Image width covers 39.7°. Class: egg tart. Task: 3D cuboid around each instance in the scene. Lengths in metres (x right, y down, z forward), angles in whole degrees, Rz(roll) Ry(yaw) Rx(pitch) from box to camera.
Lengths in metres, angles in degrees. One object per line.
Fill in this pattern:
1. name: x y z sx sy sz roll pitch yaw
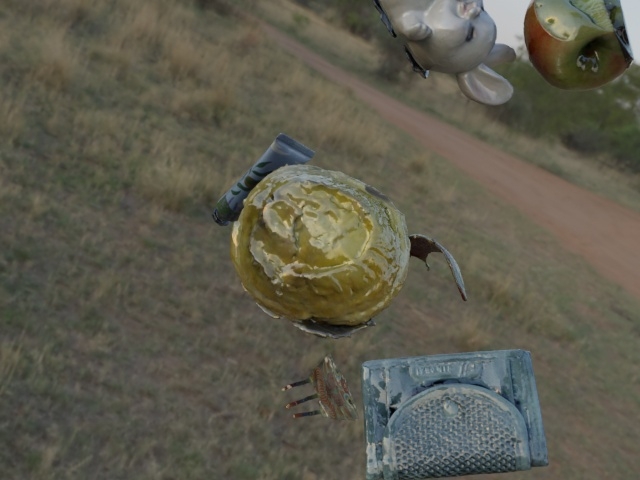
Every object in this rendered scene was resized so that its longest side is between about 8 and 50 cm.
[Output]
1. egg tart: 0.000 0.000 1.142 0.252 0.231 0.098 59 -7 15

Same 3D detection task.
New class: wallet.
1. wallet: 0.249 0.331 1.698 0.342 0.237 0.075 -6 -27 7

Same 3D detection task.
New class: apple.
1. apple: 0.460 -0.370 1.594 0.207 0.174 0.188 6 42 -21

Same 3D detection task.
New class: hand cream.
1. hand cream: -0.130 -0.120 1.824 0.091 0.271 0.058 29 39 -30

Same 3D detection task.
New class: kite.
1. kite: -0.007 0.283 1.651 0.016 0.127 0.229 -14 -6 -35

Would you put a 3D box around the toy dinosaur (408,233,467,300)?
1. toy dinosaur: 0.154 0.041 1.793 0.327 0.113 0.206 21 -14 14

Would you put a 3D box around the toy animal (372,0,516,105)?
1. toy animal: 0.213 -0.383 1.524 0.325 0.154 0.209 44 41 -26
